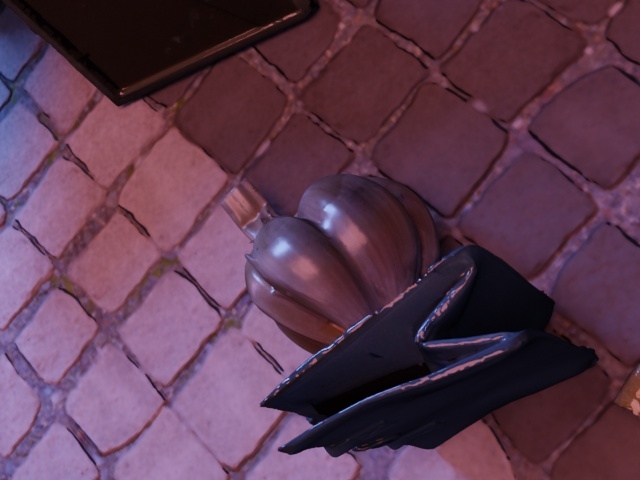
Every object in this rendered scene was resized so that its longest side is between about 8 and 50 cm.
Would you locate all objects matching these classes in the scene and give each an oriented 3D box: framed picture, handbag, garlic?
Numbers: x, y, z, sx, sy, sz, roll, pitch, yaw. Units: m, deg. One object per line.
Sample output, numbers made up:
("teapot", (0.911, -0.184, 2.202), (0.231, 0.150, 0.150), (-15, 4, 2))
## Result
("framed picture", (-0.153, -0.216, 0.645), (0.209, 0.281, 0.019), (-20, 55, 19))
("handbag", (0.072, 0.077, 0.515), (0.144, 0.221, 0.057), (-36, 67, 17))
("garlic", (0.000, 0.000, 0.629), (0.131, 0.127, 0.194), (-23, 44, -24))

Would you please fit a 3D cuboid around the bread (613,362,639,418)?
("bread", (0.286, 0.096, 0.517), (0.193, 0.036, 0.112), (27, 88, 30))
